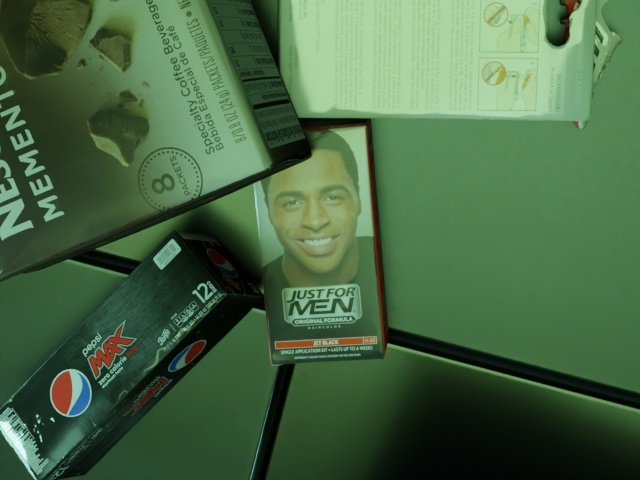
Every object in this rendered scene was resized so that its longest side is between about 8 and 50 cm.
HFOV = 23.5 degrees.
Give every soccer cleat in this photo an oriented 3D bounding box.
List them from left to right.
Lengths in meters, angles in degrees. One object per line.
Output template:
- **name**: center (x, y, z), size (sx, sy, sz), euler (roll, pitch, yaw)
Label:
- **soccer cleat**: center (0.155, -0.105, 0.880), size (0.035, 0.029, 0.083), euler (-1, 99, 9)

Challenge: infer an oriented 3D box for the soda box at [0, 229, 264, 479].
- **soda box**: center (-0.116, 0.070, 0.923), size (0.169, 0.060, 0.053), euler (-44, 73, 13)

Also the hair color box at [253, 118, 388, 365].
- **hair color box**: center (0.000, 0.000, 0.911), size (0.072, 0.043, 0.141), euler (-4, 103, 7)

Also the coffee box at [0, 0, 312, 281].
- **coffee box**: center (-0.142, -0.147, 0.826), size (0.168, 0.119, 0.297), euler (-21, 93, 12)

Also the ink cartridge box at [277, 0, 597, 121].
- **ink cartridge box**: center (0.065, -0.142, 0.873), size (0.179, 0.045, 0.145), euler (1, 104, 1)
